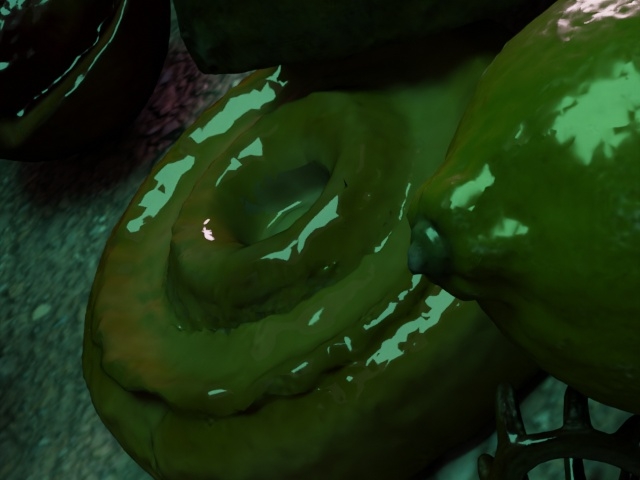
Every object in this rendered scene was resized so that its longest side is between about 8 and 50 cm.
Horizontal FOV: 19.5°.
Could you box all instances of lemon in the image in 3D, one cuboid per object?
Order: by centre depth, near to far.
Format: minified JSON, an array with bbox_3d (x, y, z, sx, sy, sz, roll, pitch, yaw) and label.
[{"bbox_3d":[0.148,-0.021,0.717,0.248,0.184,0.184,-3,32,-15],"label":"lemon"}]

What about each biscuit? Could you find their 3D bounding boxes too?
[{"bbox_3d":[0.000,0.000,0.939,0.296,0.102,0.296,-25,40,23],"label":"biscuit"}]

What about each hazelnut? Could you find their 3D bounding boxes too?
[{"bbox_3d":[-0.189,-0.137,1.207,0.201,0.160,0.170,-1,85,44],"label":"hazelnut"}]

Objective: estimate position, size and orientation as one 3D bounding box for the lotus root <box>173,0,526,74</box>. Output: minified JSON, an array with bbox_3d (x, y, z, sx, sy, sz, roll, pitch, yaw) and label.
[{"bbox_3d":[0.084,-0.205,0.959,0.260,0.149,0.267,-3,28,34],"label":"lotus root"}]

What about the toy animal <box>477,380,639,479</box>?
[{"bbox_3d":[0.024,0.188,0.718,0.243,0.087,0.260,-21,42,25],"label":"toy animal"}]
